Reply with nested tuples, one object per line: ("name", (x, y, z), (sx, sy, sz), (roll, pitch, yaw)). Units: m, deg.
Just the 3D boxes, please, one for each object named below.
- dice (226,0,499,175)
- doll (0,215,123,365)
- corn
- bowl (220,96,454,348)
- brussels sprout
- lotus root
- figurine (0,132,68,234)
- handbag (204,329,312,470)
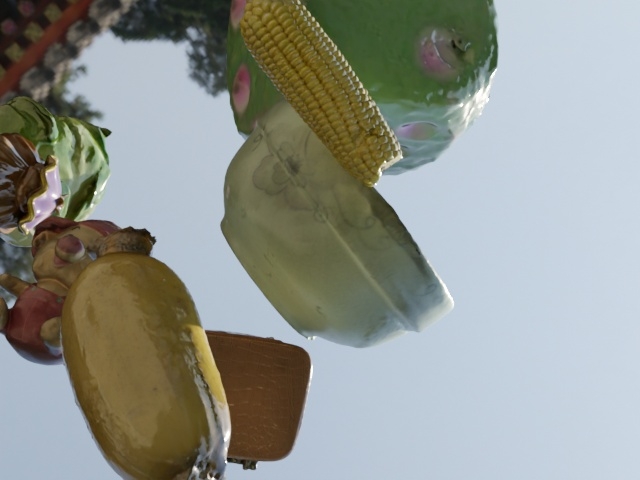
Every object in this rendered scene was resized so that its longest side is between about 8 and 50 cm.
("dice", (0.054, -0.285, 1.443), (0.322, 0.318, 0.330), (146, -56, -61))
("doll", (-0.394, 0.068, 1.536), (0.256, 0.196, 0.152), (-59, -173, -34))
("corn", (-0.001, -0.141, 0.891), (0.067, 0.206, 0.067), (-38, -176, 3))
("bowl", (0.000, 0.000, 1.119), (0.163, 0.307, 0.307), (-38, -135, 2))
("brussels sprout", (-0.523, -0.126, 1.842), (0.227, 0.294, 0.259), (21, -158, 27))
("lotus root", (-0.169, 0.117, 0.919), (0.131, 0.146, 0.303), (-12, -124, -18))
("figurine", (-0.459, -0.094, 1.276), (0.189, 0.263, 0.142), (-1, -114, 63))
("handbag", (-0.111, 0.175, 1.098), (0.193, 0.072, 0.151), (8, -99, -10))
